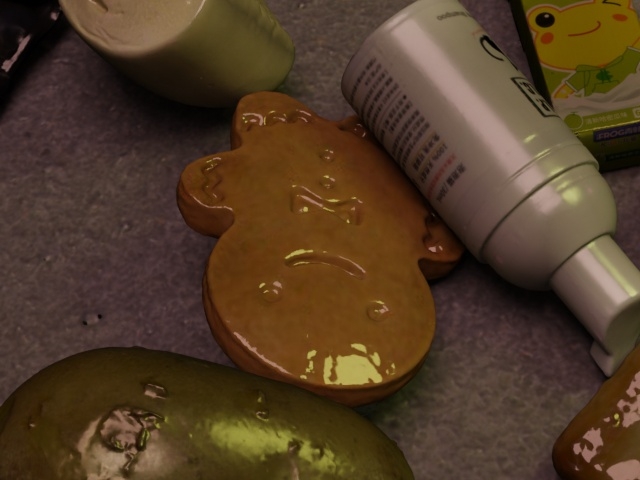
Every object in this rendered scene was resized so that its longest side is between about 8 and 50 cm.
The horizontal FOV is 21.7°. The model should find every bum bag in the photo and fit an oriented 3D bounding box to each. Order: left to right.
[{"bbox_3d":[-0.381,-0.178,1.735,0.137,0.074,0.310,25,69,8],"label":"bum bag"}]

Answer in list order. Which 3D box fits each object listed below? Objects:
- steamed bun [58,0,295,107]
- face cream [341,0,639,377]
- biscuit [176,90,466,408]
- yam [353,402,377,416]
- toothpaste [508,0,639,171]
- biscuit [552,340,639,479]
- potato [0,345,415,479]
[{"bbox_3d":[-0.154,-0.233,1.675,0.155,0.200,0.250,-41,55,9],"label":"steamed bun"},{"bbox_3d":[0.182,-0.047,1.524,0.145,0.145,0.370,-34,71,-14],"label":"face cream"},{"bbox_3d":[0.001,-0.002,1.521,0.275,0.052,0.355,14,45,-8],"label":"biscuit"},{"bbox_3d":[-0.002,0.092,1.517,0.068,0.068,0.169,-18,53,-4],"label":"yam"},{"bbox_3d":[0.255,-0.213,1.672,0.110,0.077,0.328,-11,57,1],"label":"toothpaste"},{"bbox_3d":[0.366,0.154,1.428,0.237,0.062,0.291,33,67,24],"label":"biscuit"},{"bbox_3d":[-0.101,0.201,1.341,0.359,0.270,0.219,5,77,5],"label":"potato"}]
